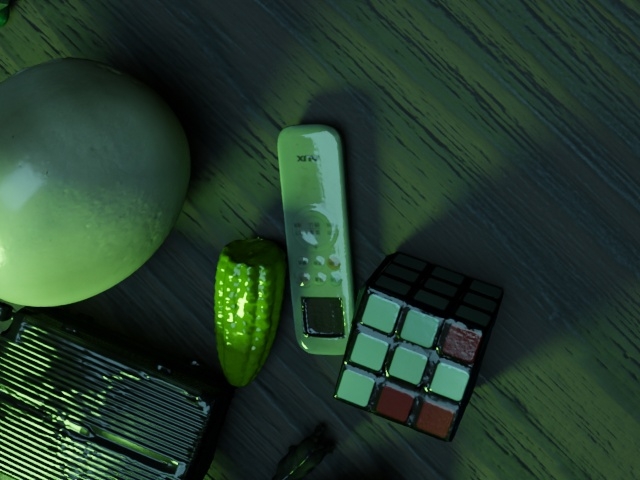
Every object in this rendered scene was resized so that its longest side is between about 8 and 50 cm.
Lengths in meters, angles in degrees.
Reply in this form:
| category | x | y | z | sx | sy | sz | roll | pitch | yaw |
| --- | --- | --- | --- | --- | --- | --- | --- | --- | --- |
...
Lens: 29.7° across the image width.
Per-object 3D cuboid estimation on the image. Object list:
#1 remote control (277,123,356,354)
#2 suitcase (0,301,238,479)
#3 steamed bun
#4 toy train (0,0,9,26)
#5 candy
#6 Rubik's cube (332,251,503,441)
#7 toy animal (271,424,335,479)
| category | x | y | z | sx | sy | sz | roll | pitch | yaw |
| --- | --- | --- | --- | --- | --- | --- | --- | --- | --- |
| remote control | -0.001 | 0.000 | 1.564 | 0.090 | 0.038 | 0.309 | 1 | 106 | 16 |
| suitcase | -0.306 | 0.240 | 1.635 | 0.335 | 0.152 | 0.229 | 22 | 96 | 10 |
| steamed bun | -0.307 | -0.058 | 1.485 | 0.324 | 0.324 | 0.206 | -49 | 61 | 22 |
| toy train | -0.497 | -0.328 | 1.592 | 0.228 | 0.091 | 0.136 | -23 | 87 | 22 |
| candy | -0.097 | 0.100 | 1.593 | 0.097 | 0.097 | 0.209 | 13 | 113 | 12 |
| Rubik's cube | 0.122 | 0.127 | 1.498 | 0.163 | 0.160 | 0.162 | 20 | 110 | 10 |
| toy animal | -0.037 | 0.311 | 1.647 | 0.047 | 0.065 | 0.135 | 46 | 124 | 1 |
